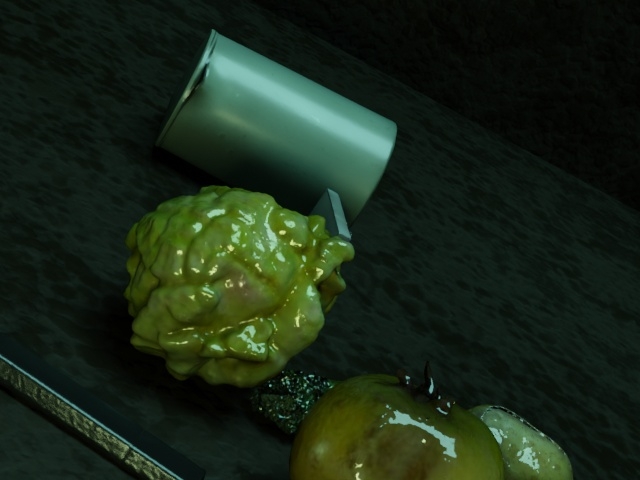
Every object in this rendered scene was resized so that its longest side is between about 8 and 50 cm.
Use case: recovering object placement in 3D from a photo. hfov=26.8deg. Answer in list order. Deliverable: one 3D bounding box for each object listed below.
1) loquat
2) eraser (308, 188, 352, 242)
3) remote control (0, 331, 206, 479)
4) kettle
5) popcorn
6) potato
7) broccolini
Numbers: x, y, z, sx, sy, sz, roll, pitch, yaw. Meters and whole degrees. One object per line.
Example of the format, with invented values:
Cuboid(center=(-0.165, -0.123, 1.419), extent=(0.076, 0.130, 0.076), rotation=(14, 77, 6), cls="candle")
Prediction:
Cuboid(center=(0.072, 0.224, 1.295), extent=(0.213, 0.213, 0.213), rotation=(28, 20, -11), cls="loquat")
Cuboid(center=(0.000, 0.000, 1.877), extent=(0.023, 0.104, 0.150), rotation=(27, 20, -18), cls="eraser")
Cuboid(center=(-0.216, 0.167, 1.269), extent=(0.245, 0.025, 0.063), rotation=(33, 15, 1), cls="remote control")
Cuboid(center=(-0.070, -0.167, 2.035), extent=(0.318, 0.205, 0.265), rotation=(25, 23, -12), cls="kettle")
Cuboid(center=(-0.096, 0.054, 1.444), extent=(0.259, 0.212, 0.259), rotation=(20, -20, 7), cls="popcorn")
Cuboid(center=(0.232, 0.266, 1.623), extent=(0.170, 0.080, 0.107), rotation=(31, 50, -3), cls="potato")
Cuboid(center=(0.080, 0.212, 1.572), extent=(0.392, 0.074, 0.079), rotation=(17, -17, -40), cls="broccolini")
